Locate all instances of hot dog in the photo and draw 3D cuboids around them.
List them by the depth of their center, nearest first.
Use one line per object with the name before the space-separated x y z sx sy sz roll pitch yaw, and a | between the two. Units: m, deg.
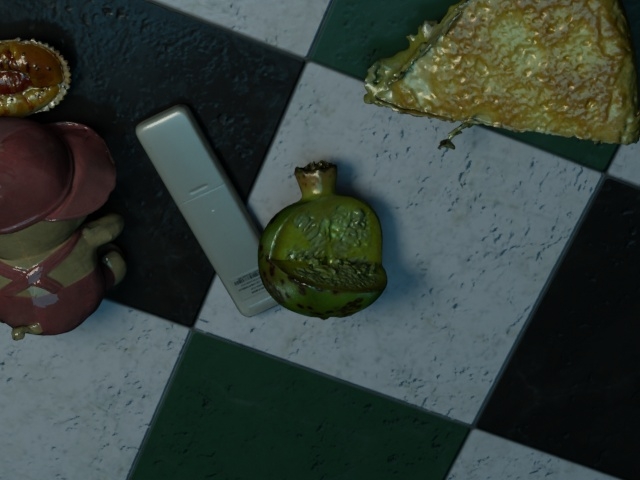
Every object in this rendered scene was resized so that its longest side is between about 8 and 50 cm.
hot dog | -0.356 -0.164 1.809 0.192 0.053 0.099 -9 119 7

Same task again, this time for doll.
doll | -0.308 -0.024 1.825 0.196 0.152 0.256 -30 134 -20

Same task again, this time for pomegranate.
pomegranate | -0.004 0.005 1.861 0.143 0.122 0.169 -15 80 -24

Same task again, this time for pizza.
pizza | 0.179 -0.205 1.785 0.288 0.075 0.280 -12 111 8

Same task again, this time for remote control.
remote control | -0.116 -0.031 1.891 0.067 0.029 0.261 -25 111 12
